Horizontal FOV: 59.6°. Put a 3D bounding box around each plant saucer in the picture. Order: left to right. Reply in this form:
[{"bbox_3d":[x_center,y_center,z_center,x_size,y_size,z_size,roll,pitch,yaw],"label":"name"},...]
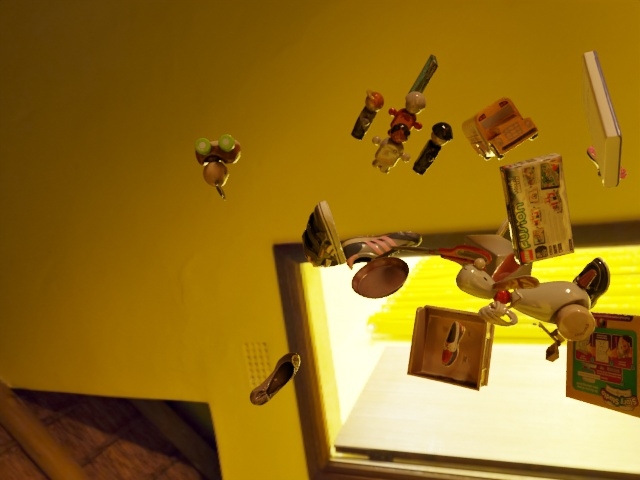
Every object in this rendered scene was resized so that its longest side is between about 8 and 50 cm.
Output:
[{"bbox_3d":[0.167,0.108,1.539,0.029,0.168,0.168,67,-150,-30],"label":"plant saucer"}]

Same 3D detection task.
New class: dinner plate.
[{"bbox_3d":[0.751,-0.049,2.301,0.141,0.017,0.141,-44,-26,-28],"label":"dinner plate"}]

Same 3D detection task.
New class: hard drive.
[{"bbox_3d":[0.768,-0.332,1.531,0.210,0.040,0.318,55,-148,-50],"label":"hard drive"}]

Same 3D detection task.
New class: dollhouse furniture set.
[{"bbox_3d":[0.567,0.234,1.374,0.081,0.091,0.114,47,-155,6],"label":"dollhouse furniture set"}]

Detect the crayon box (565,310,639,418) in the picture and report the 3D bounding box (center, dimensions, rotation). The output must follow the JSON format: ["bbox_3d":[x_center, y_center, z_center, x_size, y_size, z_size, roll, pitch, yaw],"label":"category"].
[{"bbox_3d":[0.976,0.398,1.847,0.363,0.106,0.313,166,108,-74],"label":"crayon box"}]

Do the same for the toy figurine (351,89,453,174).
[{"bbox_3d":[0.206,-0.283,1.429,0.210,0.148,0.213,-2,-130,-32],"label":"toy figurine"}]

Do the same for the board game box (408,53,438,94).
[{"bbox_3d":[0.413,-0.648,2.256,0.126,0.026,0.186,-82,18,-57],"label":"board game box"}]

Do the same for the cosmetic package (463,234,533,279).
[{"bbox_3d":[0.555,0.056,1.763,0.238,0.127,0.107,-114,26,-70],"label":"cosmetic package"}]

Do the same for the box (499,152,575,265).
[{"bbox_3d":[0.436,-0.061,1.124,0.036,0.114,0.207,-85,-19,-73],"label":"box"}]

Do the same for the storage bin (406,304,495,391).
[{"bbox_3d":[0.469,0.373,1.989,0.123,0.262,0.260,16,-99,-57],"label":"storage bin"}]

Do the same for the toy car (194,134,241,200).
[{"bbox_3d":[-0.324,-0.229,1.822,0.155,0.149,0.188,103,158,-85],"label":"toy car"}]

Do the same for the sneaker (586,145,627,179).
[{"bbox_3d":[1.065,-0.281,2.106,0.063,0.170,0.075,-40,-13,-21],"label":"sneaker"}]

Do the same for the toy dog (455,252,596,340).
[{"bbox_3d":[0.511,0.107,1.325,0.220,0.334,0.161,-115,40,-65],"label":"toy dog"}]

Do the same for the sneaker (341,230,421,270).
[{"bbox_3d":[0.248,0.047,2.209,0.112,0.319,0.131,68,-166,-66],"label":"sneaker"}]

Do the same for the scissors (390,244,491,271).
[{"bbox_3d":[0.331,0.027,1.566,0.021,0.297,0.109,-56,-29,-29],"label":"scissors"}]

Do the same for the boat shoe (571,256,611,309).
[{"bbox_3d":[0.979,0.177,2.060,0.302,0.091,0.114,79,171,-47],"label":"boat shoe"}]

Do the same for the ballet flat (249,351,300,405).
[{"bbox_3d":[-0.140,0.464,1.876,0.250,0.058,0.084,-37,-77,-44],"label":"ballet flat"}]

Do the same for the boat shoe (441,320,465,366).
[{"bbox_3d":[0.393,0.310,1.677,0.043,0.049,0.137,34,-105,-40],"label":"boat shoe"}]

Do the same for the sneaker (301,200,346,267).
[{"bbox_3d":[0.000,0.000,1.798,0.321,0.127,0.126,73,-178,-55],"label":"sneaker"}]

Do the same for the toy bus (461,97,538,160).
[{"bbox_3d":[0.471,-0.297,1.497,0.130,0.108,0.332,58,-171,-3],"label":"toy bus"}]
